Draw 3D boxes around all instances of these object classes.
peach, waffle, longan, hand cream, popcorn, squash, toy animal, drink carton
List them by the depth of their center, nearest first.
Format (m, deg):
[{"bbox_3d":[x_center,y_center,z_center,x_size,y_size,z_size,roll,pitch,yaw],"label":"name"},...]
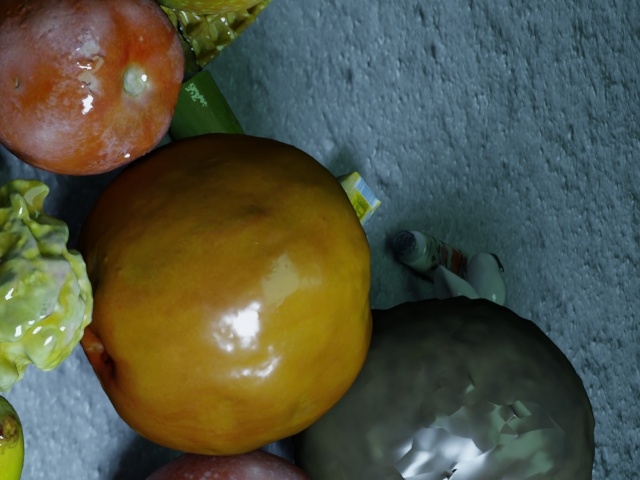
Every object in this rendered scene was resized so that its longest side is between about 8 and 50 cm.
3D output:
[{"bbox_3d":[-0.306,0.044,1.195,0.187,0.185,0.167,56,9,-12],"label":"popcorn"},{"bbox_3d":[-0.111,0.056,1.337,0.301,0.343,0.343,-22,110,-19],"label":"peach"},{"bbox_3d":[-0.134,-0.322,1.514,0.211,0.055,0.160,-52,128,-36],"label":"waffle"},{"bbox_3d":[-0.117,-0.099,1.524,0.200,0.075,0.090,60,24,-5],"label":"squash"},{"bbox_3d":[0.155,0.257,1.618,0.391,0.391,0.391,0,89,-52],"label":"longan"},{"bbox_3d":[0.000,0.000,1.664,0.074,0.084,0.200,52,52,-25],"label":"drink carton"},{"bbox_3d":[0.252,0.187,1.921,0.208,0.154,0.325,-14,103,-55],"label":"toy animal"},{"bbox_3d":[0.178,0.033,1.925,0.234,0.050,0.080,26,66,-55],"label":"hand cream"}]

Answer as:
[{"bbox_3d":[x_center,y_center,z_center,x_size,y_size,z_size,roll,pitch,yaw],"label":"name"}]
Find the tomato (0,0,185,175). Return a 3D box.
[{"bbox_3d":[-0.246,-0.168,1.268,0.208,0.184,0.208,-22,118,-50],"label":"tomato"}]

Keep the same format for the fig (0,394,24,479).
[{"bbox_3d":[-0.350,0.205,1.195,0.136,0.121,0.153,16,102,-48],"label":"fig"}]

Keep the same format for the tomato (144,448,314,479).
[{"bbox_3d":[-0.110,0.346,1.393,0.270,0.270,0.227,7,40,-52],"label":"tomato"}]

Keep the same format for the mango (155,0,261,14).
[{"bbox_3d":[-0.190,-0.377,1.298,0.382,0.201,0.225,35,42,-20],"label":"mango"}]
